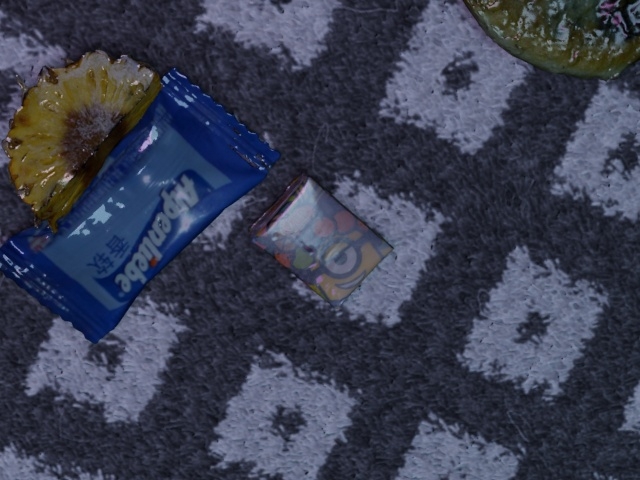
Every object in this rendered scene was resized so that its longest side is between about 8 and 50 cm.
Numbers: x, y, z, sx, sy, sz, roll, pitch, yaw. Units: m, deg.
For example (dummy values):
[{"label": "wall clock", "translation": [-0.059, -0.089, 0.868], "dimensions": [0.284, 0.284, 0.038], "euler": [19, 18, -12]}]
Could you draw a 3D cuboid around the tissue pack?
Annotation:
[{"label": "tissue pack", "translation": [0.000, 0.000, 1.794], "dimensions": [0.148, 0.060, 0.109], "euler": [41, 95, -19]}]

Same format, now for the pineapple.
[{"label": "pineapple", "translation": [-0.298, -0.135, 1.676], "dimensions": [0.135, 0.079, 0.233], "euler": [34, 82, 8]}]

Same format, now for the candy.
[{"label": "candy", "translation": [-0.221, -0.039, 1.740], "dimensions": [0.331, 0.077, 0.187], "euler": [-45, 115, 6]}]

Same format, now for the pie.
[{"label": "pie", "translation": [0.301, -0.354, 1.737], "dimensions": [0.371, 0.078, 0.296], "euler": [38, 98, -18]}]
